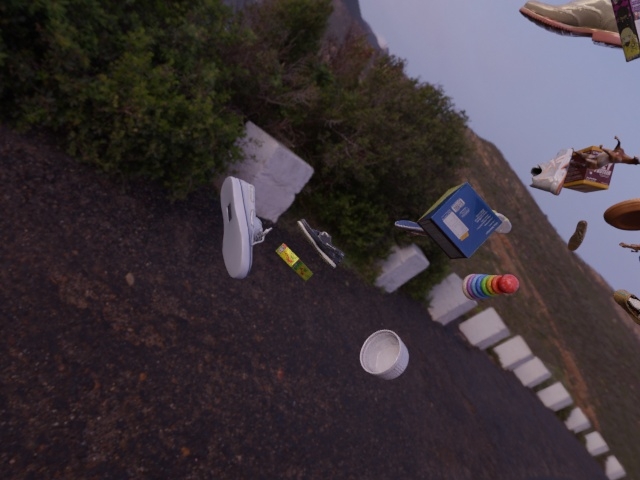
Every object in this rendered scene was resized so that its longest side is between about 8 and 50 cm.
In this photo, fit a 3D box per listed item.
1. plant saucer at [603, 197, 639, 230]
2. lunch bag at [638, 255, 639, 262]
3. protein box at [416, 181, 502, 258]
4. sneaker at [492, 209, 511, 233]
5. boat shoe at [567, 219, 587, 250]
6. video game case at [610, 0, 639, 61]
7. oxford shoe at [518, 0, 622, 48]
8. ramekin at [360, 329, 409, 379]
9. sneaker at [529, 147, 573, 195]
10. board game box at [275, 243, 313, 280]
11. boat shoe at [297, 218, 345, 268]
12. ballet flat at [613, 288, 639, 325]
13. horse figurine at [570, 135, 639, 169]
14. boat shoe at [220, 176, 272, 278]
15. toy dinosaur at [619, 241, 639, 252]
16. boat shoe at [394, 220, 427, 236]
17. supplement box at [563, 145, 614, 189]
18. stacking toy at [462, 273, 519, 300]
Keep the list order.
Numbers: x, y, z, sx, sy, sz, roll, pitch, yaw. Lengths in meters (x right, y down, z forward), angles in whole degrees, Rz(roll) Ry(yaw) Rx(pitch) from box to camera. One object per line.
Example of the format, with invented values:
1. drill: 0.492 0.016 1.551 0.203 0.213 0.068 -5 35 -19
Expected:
1. plant saucer: 1.110 -0.084 1.442 0.200 0.200 0.037 38 56 -46
2. lunch bag: 1.486 0.103 1.518 0.328 0.385 0.238 -7 79 -32
3. protein box: 0.515 -0.069 1.537 0.201 0.200 0.136 47 -10 -4
4. sneaker: 0.821 -0.123 2.028 0.240 0.091 0.126 30 23 -6
5. boat shoe: 1.080 -0.016 1.723 0.050 0.135 0.045 29 5 42
6. video game case: 0.789 -0.554 0.977 0.042 0.232 0.210 0 -68 70
7. oxford shoe: 0.912 -0.795 1.448 0.397 0.146 0.140 28 28 18
8. ramekin: 0.288 0.510 1.814 0.109 0.207 0.207 44 21 -32
9. sneaker: 0.876 -0.279 1.571 0.262 0.121 0.099 -49 145 -36
10. board game box: -0.096 0.085 1.562 0.092 0.043 0.181 42 -6 27
11. boat shoe: 0.000 0.000 1.546 0.233 0.079 0.084 48 -8 -20
12. ballet flat: 1.255 0.278 1.621 0.232 0.080 0.073 34 0 -8
13. horse figurine: 1.183 -0.352 1.743 0.175 0.263 0.066 28 69 -25
14. boat shoe: -0.239 -0.039 1.383 0.157 0.136 0.366 11 54 -37
15. toy dinosaur: 1.483 0.029 1.863 0.112 0.212 0.064 38 52 -43
16. boat shoe: 0.458 -0.051 2.052 0.066 0.183 0.066 -75 174 -57
17. supplement box: 1.376 -0.360 2.113 0.129 0.194 0.191 14 1 1
18. stacking toy: 0.841 0.217 2.023 0.141 0.141 0.330 58 -17 3
